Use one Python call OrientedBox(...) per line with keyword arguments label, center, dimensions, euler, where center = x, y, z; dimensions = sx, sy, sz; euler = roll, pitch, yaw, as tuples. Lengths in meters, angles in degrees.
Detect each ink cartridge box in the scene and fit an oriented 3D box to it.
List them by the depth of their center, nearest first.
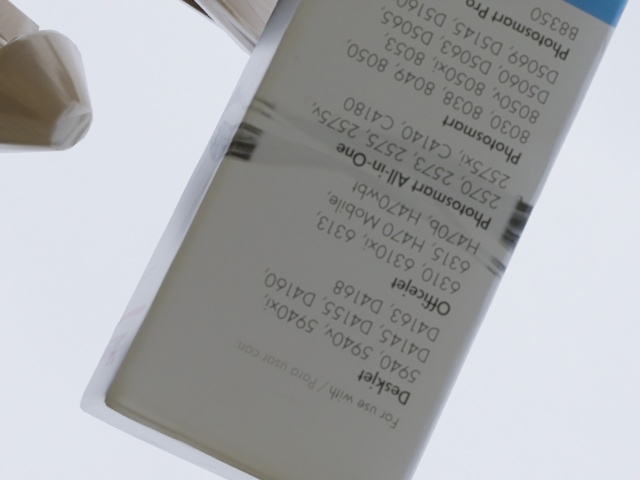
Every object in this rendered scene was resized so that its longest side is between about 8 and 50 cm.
OrientedBox(label="ink cartridge box", center=(0.000, 0.000, 0.403), dimensions=(0.060, 0.180, 0.104), euler=(27, -9, -6))

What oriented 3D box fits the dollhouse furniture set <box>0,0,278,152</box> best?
OrientedBox(label="dollhouse furniture set", center=(-0.180, -0.009, 0.471), dimensions=(0.174, 0.303, 0.355), euler=(36, -94, 31))
